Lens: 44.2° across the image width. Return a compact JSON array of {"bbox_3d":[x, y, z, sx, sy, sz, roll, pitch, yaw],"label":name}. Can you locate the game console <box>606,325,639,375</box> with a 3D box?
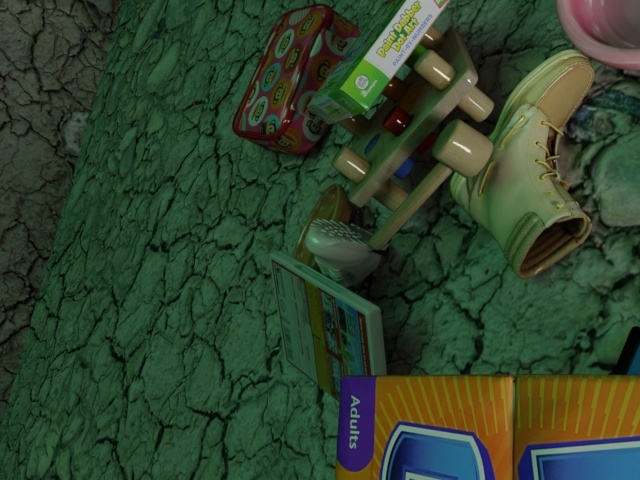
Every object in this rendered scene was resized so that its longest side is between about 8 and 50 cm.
[{"bbox_3d":[0.334,0.173,0.836,0.107,0.071,0.122,-34,41,2],"label":"game console"}]

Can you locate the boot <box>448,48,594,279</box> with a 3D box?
[{"bbox_3d":[0.296,-0.098,1.020,0.262,0.095,0.203,-52,38,22],"label":"boot"}]

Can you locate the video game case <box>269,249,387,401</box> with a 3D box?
[{"bbox_3d":[0.010,0.148,1.210,0.285,0.025,0.204,28,130,54],"label":"video game case"}]

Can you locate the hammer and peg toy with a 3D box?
[{"bbox_3d":[0.123,-0.164,1.149,0.266,0.127,0.361,-47,16,25],"label":"hammer and peg toy"}]

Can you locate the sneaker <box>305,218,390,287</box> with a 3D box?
[{"bbox_3d":[0.035,0.027,1.191,0.090,0.235,0.095,34,99,23],"label":"sneaker"}]

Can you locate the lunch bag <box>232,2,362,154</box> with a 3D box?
[{"bbox_3d":[-0.058,-0.320,1.583,0.258,0.120,0.293,17,83,58],"label":"lunch bag"}]

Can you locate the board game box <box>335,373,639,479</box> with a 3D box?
[{"bbox_3d":[0.251,0.294,0.601,0.356,0.356,0.357,-10,72,48],"label":"board game box"}]

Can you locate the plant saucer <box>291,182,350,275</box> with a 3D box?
[{"bbox_3d":[0.000,0.000,1.343,0.200,0.037,0.200,-61,13,25],"label":"plant saucer"}]

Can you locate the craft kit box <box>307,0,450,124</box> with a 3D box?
[{"bbox_3d":[0.092,-0.293,1.180,0.247,0.061,0.250,-57,12,-4],"label":"craft kit box"}]

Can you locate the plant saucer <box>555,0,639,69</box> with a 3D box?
[{"bbox_3d":[0.453,-0.350,0.965,0.332,0.084,0.332,-28,49,38],"label":"plant saucer"}]
